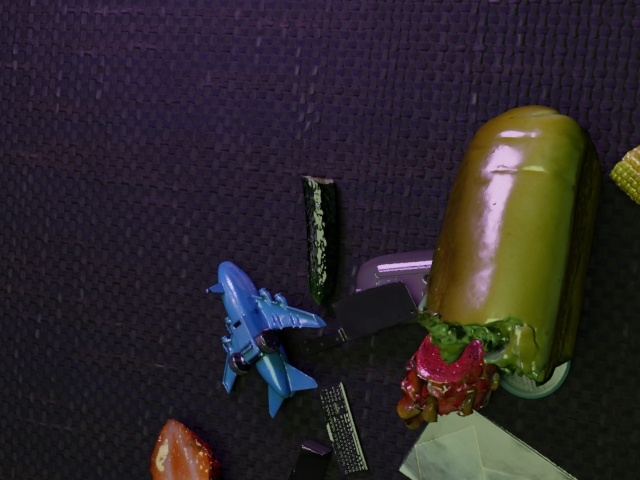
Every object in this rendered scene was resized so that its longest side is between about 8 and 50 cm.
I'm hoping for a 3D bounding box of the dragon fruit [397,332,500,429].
[{"bbox_3d":[0.189,0.217,1.457,0.150,0.133,0.207,24,119,-22],"label":"dragon fruit"}]

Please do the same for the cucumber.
[{"bbox_3d":[0.000,0.000,1.572,0.058,0.052,0.214,-2,90,15],"label":"cucumber"}]

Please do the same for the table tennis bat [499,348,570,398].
[{"bbox_3d":[0.334,0.146,1.444,0.124,0.033,0.201,28,105,24],"label":"table tennis bat"}]

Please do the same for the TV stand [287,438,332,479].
[{"bbox_3d":[-0.046,0.464,1.603,0.049,0.040,0.256,23,99,21],"label":"TV stand"}]

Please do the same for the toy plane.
[{"bbox_3d":[-0.109,0.155,1.597,0.254,0.105,0.271,-40,78,34],"label":"toy plane"}]

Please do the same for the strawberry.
[{"bbox_3d":[-0.238,0.405,1.665,0.147,0.082,0.187,-19,77,17],"label":"strawberry"}]

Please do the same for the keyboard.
[{"bbox_3d":[0.036,0.316,1.583,0.053,0.010,0.155,-20,83,23],"label":"keyboard"}]

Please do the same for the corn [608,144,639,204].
[{"bbox_3d":[0.522,-0.045,1.329,0.244,0.093,0.093,40,105,19],"label":"corn"}]

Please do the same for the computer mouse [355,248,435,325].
[{"bbox_3d":[0.169,0.075,1.497,0.232,0.057,0.120,-7,95,25],"label":"computer mouse"}]

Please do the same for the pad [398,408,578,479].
[{"bbox_3d":[0.259,0.371,1.493,0.243,0.004,0.163,34,103,19],"label":"pad"}]

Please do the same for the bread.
[{"bbox_3d":[0.270,0.003,1.322,0.208,0.251,0.376,11,78,24],"label":"bread"}]

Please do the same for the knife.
[{"bbox_3d":[0.052,0.126,1.531,0.245,0.019,0.072,-26,89,37],"label":"knife"}]
